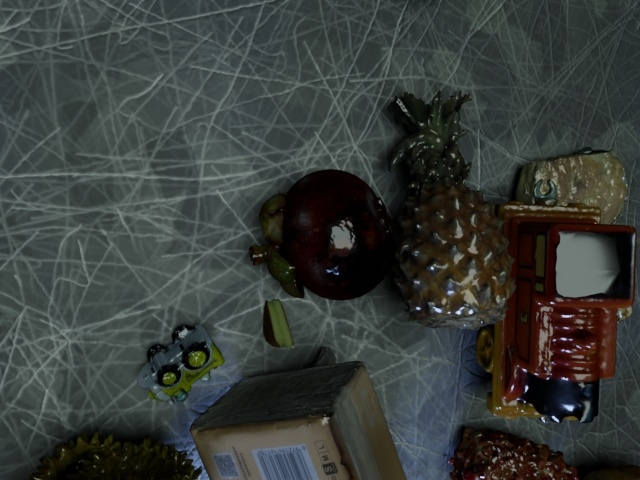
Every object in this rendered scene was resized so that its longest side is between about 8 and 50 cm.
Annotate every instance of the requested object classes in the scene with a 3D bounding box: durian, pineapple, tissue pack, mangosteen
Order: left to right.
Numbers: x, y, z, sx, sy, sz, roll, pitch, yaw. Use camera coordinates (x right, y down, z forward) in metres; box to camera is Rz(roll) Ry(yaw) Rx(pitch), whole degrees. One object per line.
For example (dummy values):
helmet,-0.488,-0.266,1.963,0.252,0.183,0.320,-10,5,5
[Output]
durian,-0.264,0.359,0.590,0.293,0.258,0.258,-7,93,-12
mangosteen,0.000,0.000,0.710,0.200,0.200,0.199,0,91,-18
tissue pack,0.010,0.322,0.710,0.239,0.238,0.305,-22,97,-16
pineapple,0.181,-0.055,0.758,0.175,0.175,0.360,8,68,-18

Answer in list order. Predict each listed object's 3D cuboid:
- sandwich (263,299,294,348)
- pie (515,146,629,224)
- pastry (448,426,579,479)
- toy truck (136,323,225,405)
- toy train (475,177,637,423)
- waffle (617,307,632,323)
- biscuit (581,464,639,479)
sandwich,-0.064,0.129,0.750,0.031,0.083,0.044,3,134,-23
pie,0.434,-0.064,0.896,0.218,0.052,0.184,-9,93,-18
pastry,0.312,0.373,0.840,0.209,0.097,0.115,17,78,-15
toy truck,-0.185,0.173,0.699,0.111,0.076,0.076,-38,121,-13
toy train,0.337,0.090,0.760,0.163,0.231,0.368,1,91,0
waffle,0.483,0.085,0.904,0.103,0.042,0.147,-25,111,-16
biscuit,0.512,0.541,0.905,0.326,0.107,0.325,-1,93,-15
